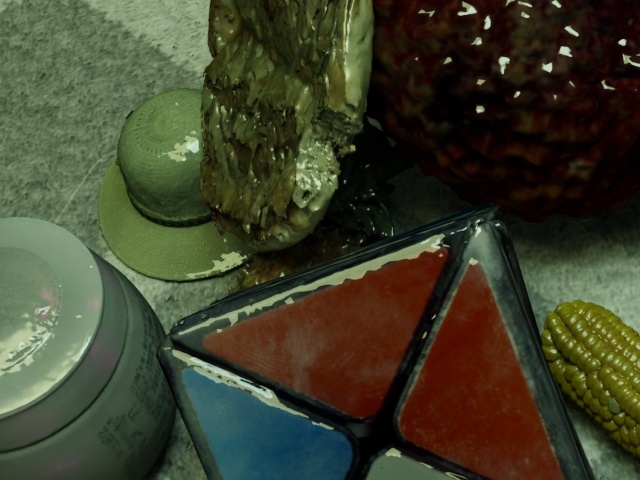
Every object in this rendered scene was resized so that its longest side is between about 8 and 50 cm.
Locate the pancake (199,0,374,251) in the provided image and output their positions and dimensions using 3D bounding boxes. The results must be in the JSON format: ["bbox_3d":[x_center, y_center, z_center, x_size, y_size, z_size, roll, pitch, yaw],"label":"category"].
[{"bbox_3d":[-0.038,-0.169,1.661,0.071,0.382,0.382,5,51,-24],"label":"pancake"}]

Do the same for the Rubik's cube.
[{"bbox_3d":[0.065,0.148,1.487,0.307,0.310,0.305,-22,88,6],"label":"Rubik's cube"}]

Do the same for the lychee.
[{"bbox_3d":[0.234,-0.224,1.665,0.424,0.424,0.500,-38,39,-9],"label":"lychee"}]

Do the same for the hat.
[{"bbox_3d":[-0.149,-0.094,1.878,0.257,0.130,0.257,-8,55,12],"label":"hat"}]

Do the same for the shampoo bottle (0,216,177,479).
[{"bbox_3d":[-0.290,0.134,1.692,0.273,0.266,0.273,-8,55,12],"label":"shampoo bottle"}]

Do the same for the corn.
[{"bbox_3d":[0.324,0.166,1.580,0.102,0.102,0.313,-42,56,-11],"label":"corn"}]

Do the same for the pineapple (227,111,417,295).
[{"bbox_3d":[0.000,0.000,1.771,0.170,0.141,0.310,-3,51,37],"label":"pineapple"}]
